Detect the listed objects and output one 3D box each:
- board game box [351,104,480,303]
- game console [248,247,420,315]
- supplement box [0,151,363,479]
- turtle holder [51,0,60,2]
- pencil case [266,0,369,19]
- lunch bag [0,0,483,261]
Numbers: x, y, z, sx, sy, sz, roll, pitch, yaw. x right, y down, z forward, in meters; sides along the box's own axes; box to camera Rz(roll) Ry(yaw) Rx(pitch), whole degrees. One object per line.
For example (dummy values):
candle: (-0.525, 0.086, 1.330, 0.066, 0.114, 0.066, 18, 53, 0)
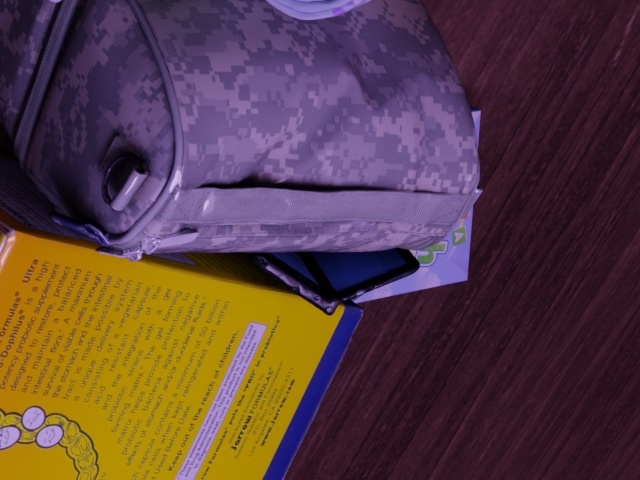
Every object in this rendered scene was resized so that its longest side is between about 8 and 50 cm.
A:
board game box: (0.037, -0.027, 1.614, 0.211, 0.039, 0.160, -11, 115, -33)
game console: (0.000, 0.000, 1.418, 0.107, 0.122, 0.071, 35, 97, -21)
supplement box: (-0.179, 0.068, 1.414, 0.356, 0.194, 0.195, 15, 105, -47)
turtle holder: (-0.141, -0.257, 1.052, 0.227, 0.243, 0.320, -61, -178, 2)
pencil case: (0.048, -0.241, 1.295, 0.113, 0.124, 0.273, -18, -170, 37)
lunch bag: (-0.060, -0.098, 1.316, 0.305, 0.256, 0.212, 0, 129, -40)
